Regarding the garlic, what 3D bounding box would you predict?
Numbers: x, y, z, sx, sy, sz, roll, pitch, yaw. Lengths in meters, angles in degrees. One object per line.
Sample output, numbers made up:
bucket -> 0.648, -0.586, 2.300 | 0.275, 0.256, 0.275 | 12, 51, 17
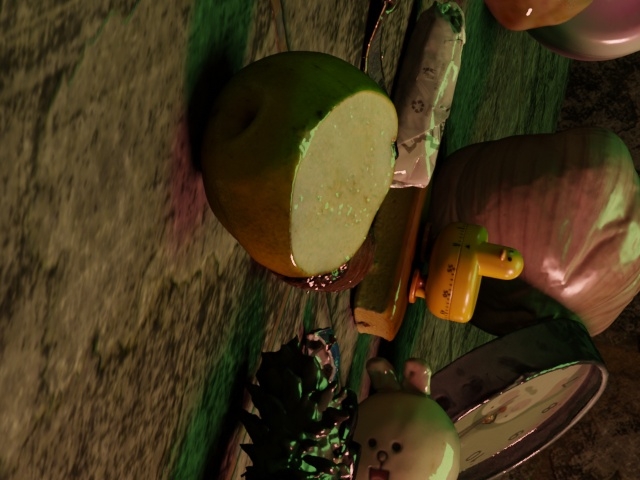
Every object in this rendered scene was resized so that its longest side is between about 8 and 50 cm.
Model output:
garlic -> 0.268, -0.001, 2.135 | 0.317, 0.318, 0.259 | 79, 21, -64

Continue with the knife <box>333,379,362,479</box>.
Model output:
knife -> -0.001, 0.325, 1.765 | 0.089, 0.043, 0.365 | -32, 134, -74

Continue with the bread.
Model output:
bread -> 0.082, -0.014, 1.798 | 0.088, 0.049, 0.226 | 74, 29, -68

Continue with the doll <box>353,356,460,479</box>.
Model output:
doll -> 0.075, 0.264, 1.837 | 0.113, 0.155, 0.275 | 32, 63, -64

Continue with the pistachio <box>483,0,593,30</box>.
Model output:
pistachio -> 0.263, -0.385, 2.030 | 0.197, 0.166, 0.288 | 154, -53, -73

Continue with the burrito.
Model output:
burrito -> 0.104, -0.147, 1.732 | 0.064, 0.064, 0.203 | 57, 47, -75

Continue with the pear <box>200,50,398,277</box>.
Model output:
pear -> -0.023, -0.052, 1.068 | 0.141, 0.104, 0.141 | -30, 129, -44

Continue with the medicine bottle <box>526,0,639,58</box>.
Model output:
medicine bottle -> 0.384, -0.380, 2.406 | 0.325, 0.256, 0.256 | -59, 161, -84

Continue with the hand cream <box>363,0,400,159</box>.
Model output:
hand cream -> 0.055, -0.150, 1.550 | 0.062, 0.039, 0.163 | -50, 145, -64

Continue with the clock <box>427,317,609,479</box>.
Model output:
clock -> 0.203, 0.214, 2.083 | 0.066, 0.319, 0.319 | 60, -9, 25

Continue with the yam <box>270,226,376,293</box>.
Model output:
yam -> 0.000, 0.002, 1.321 | 0.141, 0.079, 0.079 | 13, 89, -80

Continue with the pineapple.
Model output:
pineapple -> -0.031, 0.211, 1.279 | 0.158, 0.158, 0.278 | 85, 8, -58

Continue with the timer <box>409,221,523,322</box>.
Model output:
timer -> 0.155, 0.034, 1.792 | 0.107, 0.109, 0.107 | 11, 90, -82

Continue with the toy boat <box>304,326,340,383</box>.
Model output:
toy boat -> -0.003, 0.106, 1.536 | 0.083, 0.038, 0.038 | 91, 15, -48
